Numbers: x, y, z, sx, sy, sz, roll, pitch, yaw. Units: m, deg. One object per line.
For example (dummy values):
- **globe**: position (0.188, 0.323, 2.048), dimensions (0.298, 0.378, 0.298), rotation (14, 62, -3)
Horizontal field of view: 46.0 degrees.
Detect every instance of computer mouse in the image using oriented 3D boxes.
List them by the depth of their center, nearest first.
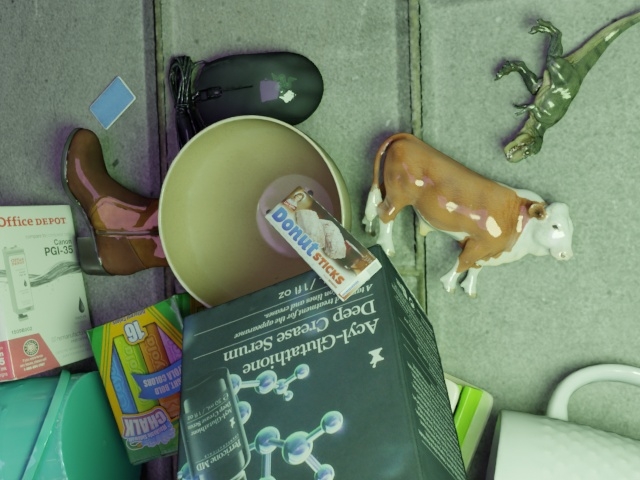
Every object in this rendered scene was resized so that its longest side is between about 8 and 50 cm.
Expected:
- **computer mouse**: position (-0.130, -0.229, 1.207), dimensions (0.272, 0.072, 0.188), rotation (-7, 89, 20)

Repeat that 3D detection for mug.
- **mug**: position (0.384, 0.341, 0.974), dimensions (0.328, 0.276, 0.374), rotation (10, 66, 13)

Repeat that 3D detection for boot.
- **boot**: position (-0.286, -0.070, 1.258), dimensions (0.280, 0.096, 0.264), rotation (-5, 91, 19)

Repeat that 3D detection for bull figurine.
- **bull figurine**: position (0.203, -0.029, 1.084), dimensions (0.310, 0.101, 0.188), rotation (33, 104, 15)

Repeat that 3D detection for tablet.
- **tablet**: position (-0.365, -0.241, 1.324), dimensions (0.083, 0.006, 0.054), rotation (-42, 80, 17)

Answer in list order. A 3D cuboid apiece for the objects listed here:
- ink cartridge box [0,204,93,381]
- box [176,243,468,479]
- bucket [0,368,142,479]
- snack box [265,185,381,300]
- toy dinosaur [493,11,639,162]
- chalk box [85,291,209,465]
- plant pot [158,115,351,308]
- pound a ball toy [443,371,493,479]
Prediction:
- **ink cartridge box**: position (-0.514, 0.084, 1.283), dimensions (0.117, 0.207, 0.283), rotation (-10, 89, 23)
- **box**: position (0.003, 0.252, 0.911), dimensions (0.294, 0.212, 0.395), rotation (-22, 46, 15)
- **bucket**: position (-0.434, 0.348, 1.245), dimensions (0.183, 0.281, 0.281), rotation (-14, 88, 14)
- **snack box**: position (0.000, 0.000, 0.946), dimensions (0.064, 0.022, 0.178), rotation (-43, 49, -2)
- **toy dinosaur**: position (0.323, -0.237, 1.056), dimensions (0.118, 0.064, 0.268), rotation (39, 102, 7)
- **chalk box**: position (-0.211, 0.238, 1.204), dimensions (0.179, 0.180, 0.289), rotation (-22, 87, 19)
- **plant pot**: position (-0.071, -0.036, 1.133), dimensions (0.284, 0.191, 0.284), rotation (1, 94, 19)
- **pound a ball toy**: position (0.138, 0.350, 1.112), dimensions (0.136, 0.208, 0.319), rotation (20, 87, 40)
